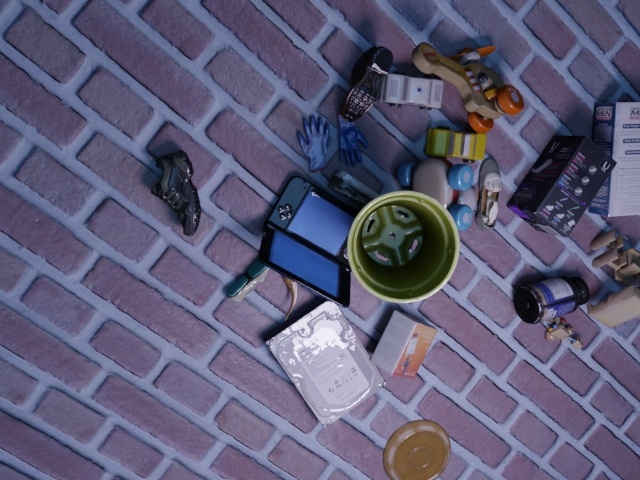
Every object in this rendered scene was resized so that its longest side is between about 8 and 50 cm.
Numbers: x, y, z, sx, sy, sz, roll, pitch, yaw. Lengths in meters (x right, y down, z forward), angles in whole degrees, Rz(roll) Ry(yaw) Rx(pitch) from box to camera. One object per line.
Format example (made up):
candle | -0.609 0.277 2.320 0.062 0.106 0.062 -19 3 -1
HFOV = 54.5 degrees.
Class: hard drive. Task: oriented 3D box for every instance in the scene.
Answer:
hard drive | 0.017 0.357 1.837 0.237 0.064 0.339 -33 106 -7

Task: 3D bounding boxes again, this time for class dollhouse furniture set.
dollhouse furniture set | 0.948 0.132 1.984 0.212 0.161 0.242 30 49 -18

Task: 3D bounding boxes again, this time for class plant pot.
plant pot | 0.203 0.002 1.628 0.276 0.254 0.276 0 97 1
plant pot | 0.316 0.692 1.992 0.236 0.032 0.236 -3 102 -13

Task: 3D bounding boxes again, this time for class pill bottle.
pill bottle | 0.727 0.180 1.944 0.219 0.123 0.123 -11 103 -23

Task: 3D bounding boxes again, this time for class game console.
game console | 0.000 0.000 1.707 0.293 0.173 0.250 30 92 -18

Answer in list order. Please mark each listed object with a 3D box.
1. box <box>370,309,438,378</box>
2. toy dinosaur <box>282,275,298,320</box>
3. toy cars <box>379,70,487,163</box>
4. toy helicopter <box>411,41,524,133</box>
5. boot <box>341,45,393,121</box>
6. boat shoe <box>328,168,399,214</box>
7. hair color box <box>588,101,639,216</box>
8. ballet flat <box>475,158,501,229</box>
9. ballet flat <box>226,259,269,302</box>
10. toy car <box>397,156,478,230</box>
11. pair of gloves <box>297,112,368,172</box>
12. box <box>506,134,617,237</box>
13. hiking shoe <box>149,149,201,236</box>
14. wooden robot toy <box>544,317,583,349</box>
box | 0.249 0.310 1.845 0.130 0.091 0.170 20 96 -48
toy dinosaur | -0.080 0.108 1.774 0.112 0.064 0.212 -18 95 5
toy cars | 0.337 -0.349 1.770 0.176 0.087 0.394 -46 107 -3
toy helicopter | 0.394 -0.465 1.716 0.355 0.140 0.235 17 61 -31
boot | 0.121 -0.433 1.708 0.082 0.106 0.219 25 110 -21
boat shoe | 0.121 -0.115 1.768 0.219 0.078 0.070 33 87 -10
hair color box | 0.947 -0.255 1.934 0.173 0.105 0.347 -4 102 -14
ballet flat | 0.515 -0.136 1.866 0.072 0.068 0.213 2 100 -15
ballet flat | -0.193 0.110 1.750 0.168 0.057 0.052 -41 135 0
toy car | 0.377 -0.138 1.792 0.238 0.219 0.210 -11 104 -42
pair of gloves | 0.037 -0.277 1.743 0.198 0.023 0.159 -11 105 -11
box | 0.719 -0.165 1.861 0.143 0.165 0.270 33 92 -17
hiking shoe | -0.385 -0.119 1.644 0.114 0.086 0.227 -8 97 1
wooden robot toy | 0.771 0.301 2.029 0.173 0.076 0.079 36 126 -18
